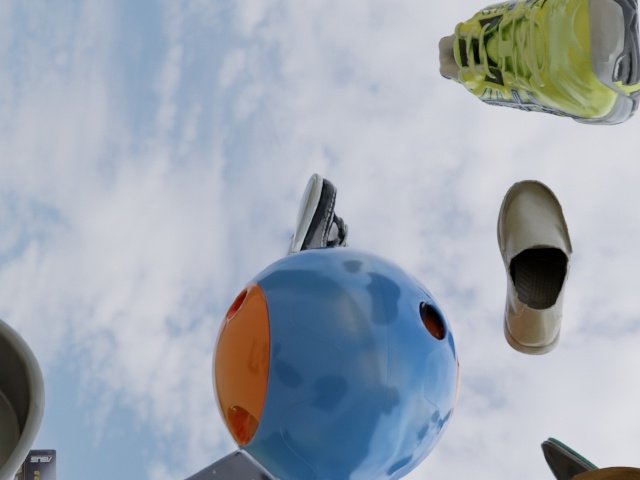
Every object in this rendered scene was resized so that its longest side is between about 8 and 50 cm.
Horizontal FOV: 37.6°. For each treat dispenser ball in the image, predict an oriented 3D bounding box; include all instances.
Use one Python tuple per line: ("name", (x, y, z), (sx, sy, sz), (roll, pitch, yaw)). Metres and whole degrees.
("treat dispenser ball", (0.017, 0.150, 1.092), (0.288, 0.288, 0.288), (0, -90, 55))

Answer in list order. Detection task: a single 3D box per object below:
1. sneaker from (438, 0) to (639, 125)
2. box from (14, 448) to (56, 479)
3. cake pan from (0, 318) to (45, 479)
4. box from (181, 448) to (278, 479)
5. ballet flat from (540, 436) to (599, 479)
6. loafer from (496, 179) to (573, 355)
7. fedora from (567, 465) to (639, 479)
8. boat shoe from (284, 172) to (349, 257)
("sneaker", (0.219, -0.185, 0.975), (0.385, 0.147, 0.145), (-123, -151, -85))
("box", (-0.504, 0.456, 1.561), (0.231, 0.056, 0.183), (-30, -120, 49))
("cake pan", (-0.345, 0.142, 0.668), (0.293, 0.293, 0.054), (46, -39, 44))
("box", (-0.127, 0.301, 0.334), (0.212, 0.395, 0.294), (38, -65, 22))
("ballet flat", (0.428, 0.392, 1.352), (0.280, 0.095, 0.096), (29, -103, 18))
("loafer", (0.293, 0.020, 1.266), (0.092, 0.101, 0.269), (92, 2, -58))
("fedora", (0.286, 0.246, 0.781), (0.194, 0.079, 0.194), (13, -59, 23))
("boat shoe", (0.000, 0.000, 1.444), (0.302, 0.091, 0.114), (111, -7, -64))
